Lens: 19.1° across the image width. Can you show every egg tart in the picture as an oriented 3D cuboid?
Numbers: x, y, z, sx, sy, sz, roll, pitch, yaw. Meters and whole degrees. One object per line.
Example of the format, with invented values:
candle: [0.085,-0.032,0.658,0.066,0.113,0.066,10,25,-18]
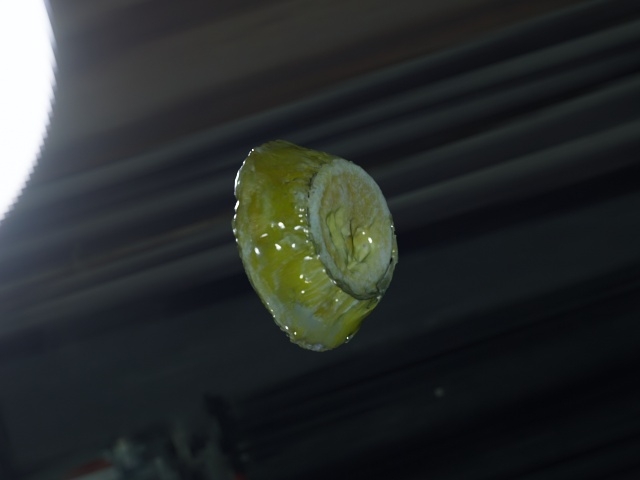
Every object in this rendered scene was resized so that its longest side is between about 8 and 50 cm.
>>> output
egg tart: [0.000,0.000,1.624,0.197,0.078,0.197,26,-124,-47]
